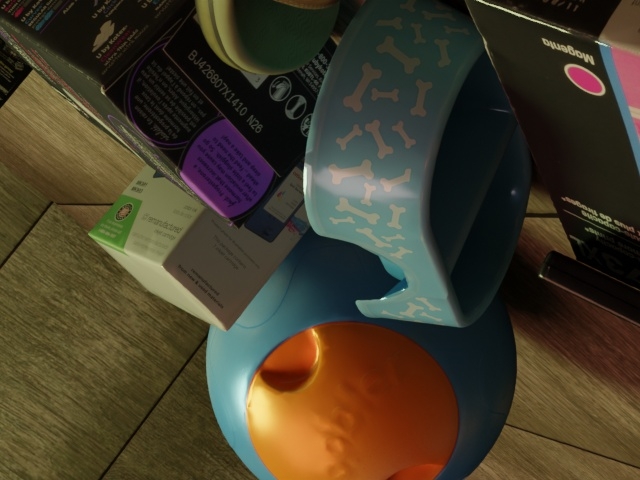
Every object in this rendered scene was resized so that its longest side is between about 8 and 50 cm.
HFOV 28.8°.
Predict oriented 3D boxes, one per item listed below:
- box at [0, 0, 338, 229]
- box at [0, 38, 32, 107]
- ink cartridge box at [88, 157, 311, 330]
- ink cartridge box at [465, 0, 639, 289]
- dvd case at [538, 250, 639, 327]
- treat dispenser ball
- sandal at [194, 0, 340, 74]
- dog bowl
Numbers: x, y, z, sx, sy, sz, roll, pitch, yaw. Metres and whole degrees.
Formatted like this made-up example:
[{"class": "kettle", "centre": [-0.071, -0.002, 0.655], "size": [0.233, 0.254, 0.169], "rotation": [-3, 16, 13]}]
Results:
[{"class": "box", "centre": [-0.123, -0.149, 0.917], "size": [0.270, 0.143, 0.165], "rotation": [34, 169, 47]}, {"class": "box", "centre": [-0.367, -0.243, 1.287], "size": [0.180, 0.147, 0.077], "rotation": [41, 167, -23]}, {"class": "ink cartridge box", "centre": [-0.077, -0.046, 1.075], "size": [0.093, 0.212, 0.154], "rotation": [48, 164, -31]}, {"class": "ink cartridge box", "centre": [0.214, -0.025, 0.718], "size": [0.176, 0.069, 0.371], "rotation": [28, 167, 35]}, {"class": "dvd case", "centre": [0.236, 0.058, 0.836], "size": [0.180, 0.022, 0.253], "rotation": [27, -177, 13]}, {"class": "treat dispenser ball", "centre": [0.038, 0.112, 1.163], "size": [0.288, 0.288, 0.288], "rotation": [35, 167, 9]}, {"class": "sandal", "centre": [-0.013, -0.173, 0.675], "size": [0.086, 0.120, 0.303], "rotation": [20, 164, 9]}, {"class": "dog bowl", "centre": [0.076, -0.041, 0.818], "size": [0.074, 0.166, 0.297], "rotation": [19, 161, 23]}]
